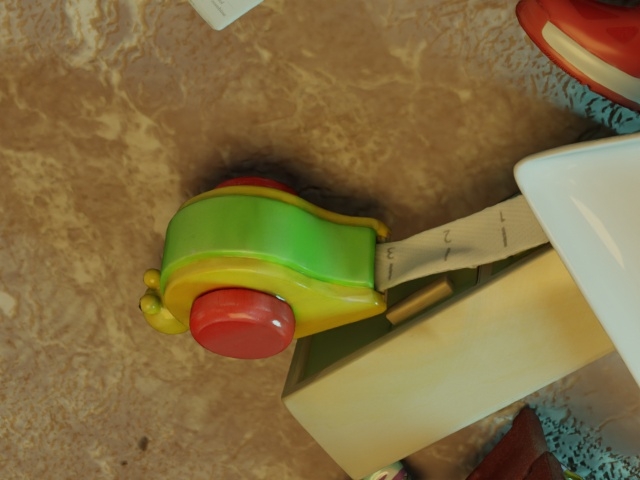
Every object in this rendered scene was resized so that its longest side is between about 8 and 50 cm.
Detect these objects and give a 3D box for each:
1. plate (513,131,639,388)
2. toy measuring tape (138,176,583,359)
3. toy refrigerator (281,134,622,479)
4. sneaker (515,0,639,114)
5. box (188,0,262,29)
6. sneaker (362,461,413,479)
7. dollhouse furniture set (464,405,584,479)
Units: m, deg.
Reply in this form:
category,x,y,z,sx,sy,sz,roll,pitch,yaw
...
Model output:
category,x,y,z,sx,sy,sz,roll,pitch,yaw
plate,0.281,0.031,0.830,0.277,0.045,0.278,-14,118,44
toy measuring tape,0.000,0.000,0.968,0.330,0.121,0.121,-19,118,35
toy refrigerator,0.106,0.045,1.009,0.269,0.102,0.094,-30,112,26
sneaker,0.233,-0.131,0.897,0.221,0.087,0.128,21,116,-18
box,-0.051,-0.199,0.881,0.087,0.101,0.102,-31,114,26
sneaker,0.044,0.215,1.153,0.069,0.038,0.098,45,123,11
dollhouse furniture set,0.274,0.150,1.043,0.201,0.152,0.374,38,104,-14
